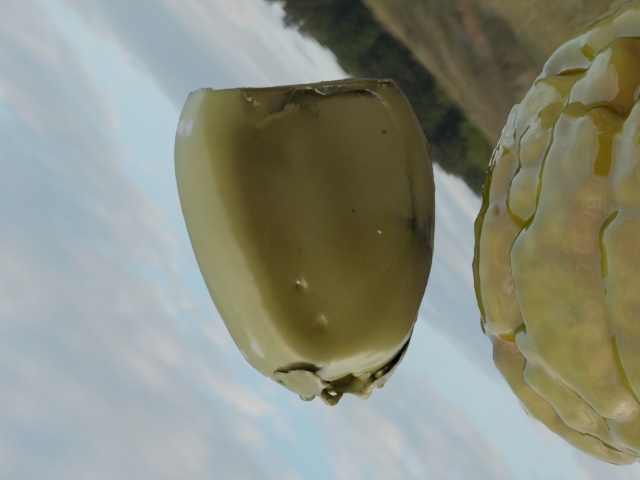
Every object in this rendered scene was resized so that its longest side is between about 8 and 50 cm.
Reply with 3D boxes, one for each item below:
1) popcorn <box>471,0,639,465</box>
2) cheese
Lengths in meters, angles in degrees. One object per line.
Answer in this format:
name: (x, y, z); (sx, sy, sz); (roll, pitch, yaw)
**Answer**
popcorn: (0.287, -0.010, 0.792); (0.354, 0.390, 0.344); (-100, -15, -75)
cheese: (0.000, 0.000, 1.165); (0.128, 0.259, 0.316); (152, 107, -72)
